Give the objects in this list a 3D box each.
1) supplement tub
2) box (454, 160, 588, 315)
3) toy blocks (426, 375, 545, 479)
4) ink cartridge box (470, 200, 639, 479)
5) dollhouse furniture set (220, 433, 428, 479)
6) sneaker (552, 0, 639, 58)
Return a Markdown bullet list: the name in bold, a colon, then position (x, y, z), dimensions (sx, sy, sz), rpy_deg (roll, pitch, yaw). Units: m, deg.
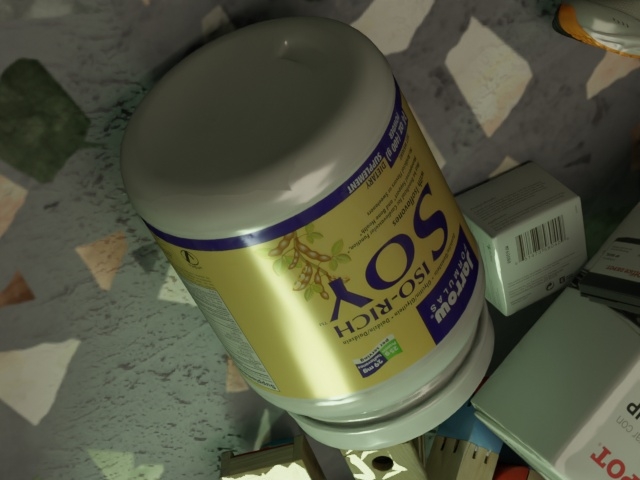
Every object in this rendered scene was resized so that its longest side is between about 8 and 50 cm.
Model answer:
- **supplement tub**: position (0.000, 0.000, 1.684), dimensions (0.241, 0.241, 0.331), rpy_deg (-36, 129, -8)
- **box**: position (0.192, -0.002, 1.897), dimensions (0.101, 0.087, 0.102), rpy_deg (-25, 128, -17)
- **toy blocks**: position (0.195, 0.298, 2.012), dimensions (0.381, 0.191, 0.261), rpy_deg (28, 75, -38)
- **ink cartridge box**: position (0.385, 0.115, 1.894), dimensions (0.285, 0.166, 0.395), rpy_deg (42, 87, -29)
- **dollhouse furniture set**: position (-0.005, 0.166, 1.880), dimensions (0.184, 0.129, 0.129), rpy_deg (-14, 129, 13)
- **sneaker**: position (0.325, -0.240, 1.846), dimensions (0.262, 0.099, 0.121), rpy_deg (-7, 113, -36)
